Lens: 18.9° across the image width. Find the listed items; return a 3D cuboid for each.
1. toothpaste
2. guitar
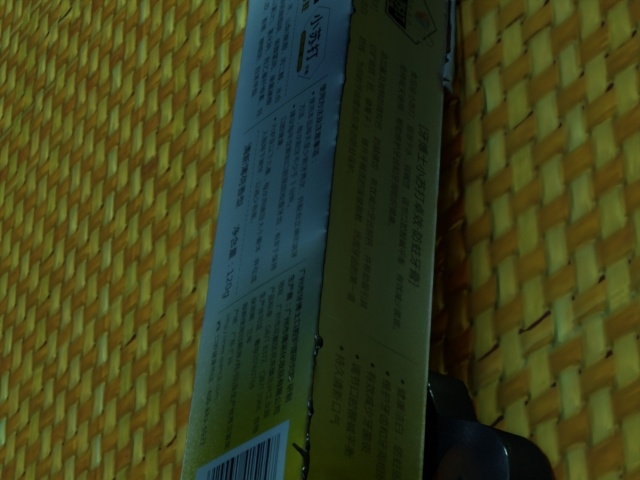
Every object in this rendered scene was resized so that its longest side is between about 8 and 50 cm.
[{"bbox_3d":[0.000,0.000,0.785,0.089,0.071,0.313,-33,40,41],"label":"toothpaste"},{"bbox_3d":[0.025,0.072,0.785,0.088,0.025,0.233,-60,30,16],"label":"guitar"}]
